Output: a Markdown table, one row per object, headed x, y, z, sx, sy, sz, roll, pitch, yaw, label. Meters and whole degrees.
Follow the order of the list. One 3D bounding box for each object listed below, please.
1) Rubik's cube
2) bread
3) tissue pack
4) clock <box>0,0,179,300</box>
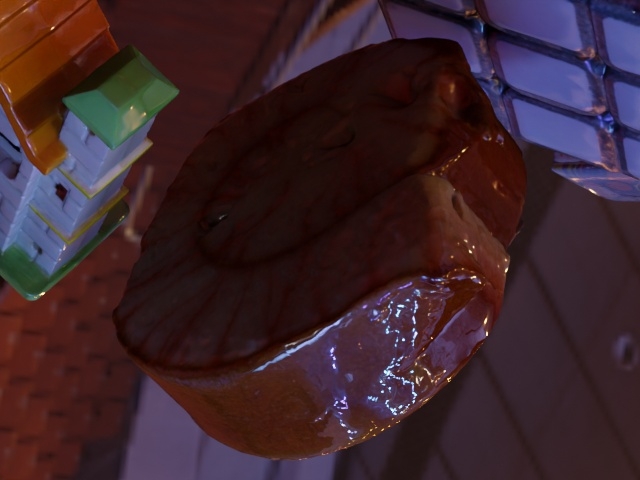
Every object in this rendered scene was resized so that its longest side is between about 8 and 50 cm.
| x | y | z | sx | sy | sz | roll | pitch | yaw | label |
| --- | --- | --- | --- | --- | --- | --- | --- | --- | --- |
| 0.235 | -0.248 | 1.329 | 0.305 | 0.301 | 0.304 | -63 | 158 | -17 | Rubik's cube |
| -0.002 | -0.001 | 1.202 | 0.295 | 0.114 | 0.328 | -22 | -145 | 27 | bread |
| 0.305 | -0.073 | 1.569 | 0.148 | 0.108 | 0.060 | 1 | -106 | 43 | tissue pack |
| -0.209 | -0.109 | 1.111 | 0.106 | 0.220 | 0.255 | -45 | 177 | -30 | clock |
